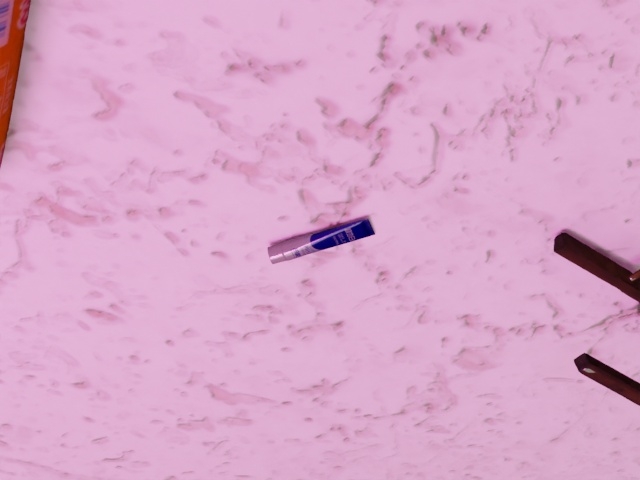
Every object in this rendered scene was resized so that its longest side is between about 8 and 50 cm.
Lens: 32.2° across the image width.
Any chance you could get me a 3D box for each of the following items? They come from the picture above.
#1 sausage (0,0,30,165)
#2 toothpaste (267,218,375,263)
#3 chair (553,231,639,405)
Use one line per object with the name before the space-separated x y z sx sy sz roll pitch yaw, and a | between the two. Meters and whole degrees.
sausage | -0.230 -0.103 0.674 0.093 0.093 0.312 11 137 -14
toothpaste | 0.000 0.000 0.859 0.083 0.015 0.024 -16 145 8
chair | 0.344 0.087 0.866 0.319 0.160 0.186 33 130 -30
